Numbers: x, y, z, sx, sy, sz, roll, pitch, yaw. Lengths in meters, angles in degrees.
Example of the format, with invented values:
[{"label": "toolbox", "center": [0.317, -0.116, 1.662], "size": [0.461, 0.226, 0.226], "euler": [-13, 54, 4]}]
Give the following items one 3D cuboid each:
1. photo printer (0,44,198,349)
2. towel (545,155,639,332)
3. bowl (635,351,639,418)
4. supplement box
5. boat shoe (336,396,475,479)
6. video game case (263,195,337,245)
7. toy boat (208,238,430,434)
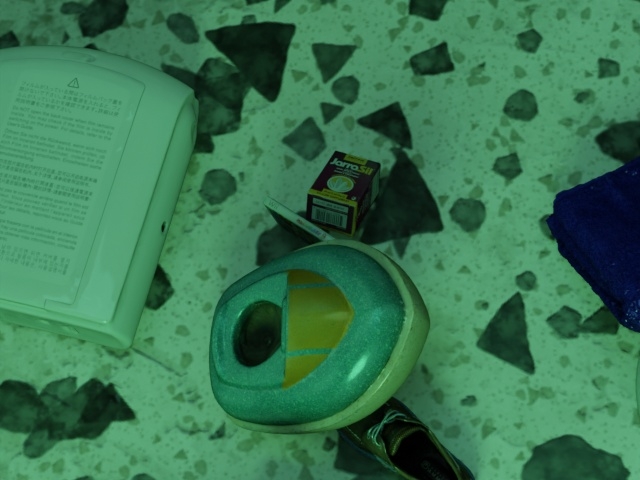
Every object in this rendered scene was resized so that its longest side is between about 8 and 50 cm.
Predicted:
[{"label": "photo printer", "center": [-0.276, -0.059, 1.934], "size": [0.256, 0.107, 0.307], "euler": [11, 72, 12]}, {"label": "towel", "center": [0.391, -0.043, 1.795], "size": [0.308, 0.076, 0.227], "euler": [-28, 31, -3]}, {"label": "bowl", "center": [0.454, 0.124, 1.753], "size": [0.298, 0.134, 0.298], "euler": [-3, 69, 7]}, {"label": "supplement box", "center": [0.024, -0.049, 1.904], "size": [0.055, 0.043, 0.083], "euler": [16, 40, 13]}, {"label": "boat shoe", "center": [0.080, 0.196, 1.814], "size": [0.183, 0.066, 0.066], "euler": [34, 79, 18]}, {"label": "video game case", "center": [0.000, 0.000, 1.884], "size": [0.122, 0.087, 0.011], "euler": [32, 83, 17]}, {"label": "toy boat", "center": [-0.015, 0.150, 1.755], "size": [0.267, 0.148, 0.318], "euler": [-21, 62, 40]}]
